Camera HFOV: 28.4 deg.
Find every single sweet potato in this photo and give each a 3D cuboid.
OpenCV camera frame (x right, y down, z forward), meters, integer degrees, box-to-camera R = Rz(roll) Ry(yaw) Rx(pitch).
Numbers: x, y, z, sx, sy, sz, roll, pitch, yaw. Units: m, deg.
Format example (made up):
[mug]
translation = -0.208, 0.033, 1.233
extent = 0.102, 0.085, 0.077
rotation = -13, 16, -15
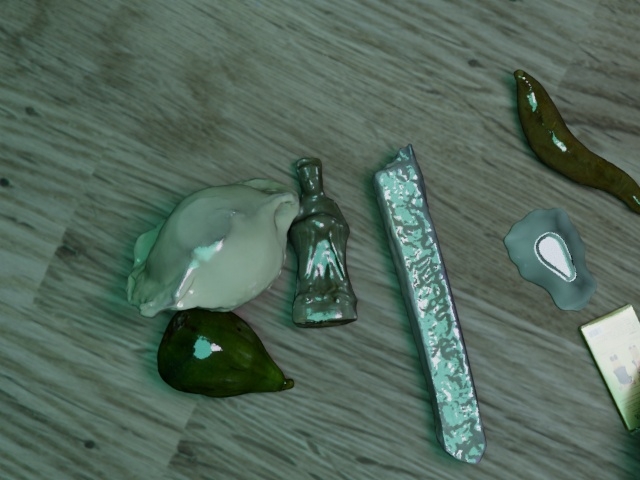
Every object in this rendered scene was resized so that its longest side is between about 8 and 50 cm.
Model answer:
[sweet potato]
translation = 0.315, -0.107, 1.580
extent = 0.249, 0.059, 0.069
rotation = 45, 77, 1

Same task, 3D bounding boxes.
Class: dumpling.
[dumpling]
translation = -0.139, 0.004, 1.549
extent = 0.258, 0.193, 0.147
rotation = -40, 124, -22

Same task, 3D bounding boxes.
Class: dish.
[dish]
translation = 0.295, 0.025, 1.577
extent = 0.091, 0.039, 0.137
rotation = -32, 83, 0

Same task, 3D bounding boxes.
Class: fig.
[fig]
translation = -0.112, 0.149, 1.567
extent = 0.177, 0.117, 0.117
rotation = 24, 88, -6

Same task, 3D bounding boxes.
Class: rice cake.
[rice cake]
translation = 0.135, 0.081, 1.569
extent = 0.064, 0.070, 0.399
rotation = -14, 85, 3

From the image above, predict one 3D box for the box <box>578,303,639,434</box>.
[box]
translation = 0.385, 0.160, 1.572
extent = 0.073, 0.020, 0.149
rotation = -24, 85, 0

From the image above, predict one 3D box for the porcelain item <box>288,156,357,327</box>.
[porcelain item]
translation = 0.000, 0.000, 1.590
extent = 0.081, 0.069, 0.216
rotation = -6, 81, 8
